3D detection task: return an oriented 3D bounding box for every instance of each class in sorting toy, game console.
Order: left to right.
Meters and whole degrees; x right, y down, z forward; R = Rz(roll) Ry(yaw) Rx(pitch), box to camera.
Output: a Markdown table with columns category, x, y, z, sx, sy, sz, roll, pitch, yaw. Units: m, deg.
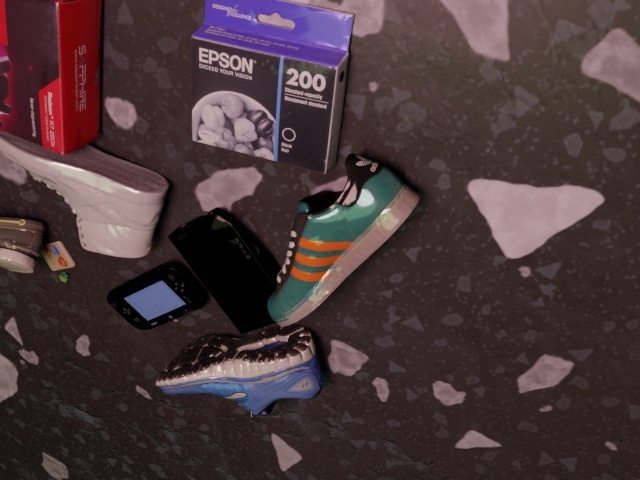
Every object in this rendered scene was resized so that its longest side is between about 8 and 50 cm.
| category | x | y | z | sx | sy | sz | roll | pitch | yaw |
| --- | --- | --- | --- | --- | --- | --- | --- | --- | --- |
| sorting toy | -0.494 | 0.042 | 1.143 | 0.062 | 0.012 | 0.083 | -12 | 115 | 28 |
| game console | -0.224 | 0.088 | 1.042 | 0.362 | 0.044 | 0.213 | -23 | 109 | 33 |

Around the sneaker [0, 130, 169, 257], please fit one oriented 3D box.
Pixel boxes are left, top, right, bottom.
| category | x | y | z | sx | sy | sz | roll | pitch | yaw |
| --- | --- | --- | --- | --- | --- | --- | --- | --- | --- |
| sneaker | -0.398 | -0.070 | 0.975 | 0.293 | 0.108 | 0.169 | 25 | 123 | 5 |

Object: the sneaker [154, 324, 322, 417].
| category | x | y | z | sx | sy | sz | roll | pitch | yaw |
| --- | --- | --- | --- | --- | --- | --- | --- | --- | --- |
| sneaker | -0.146 | 0.250 | 1.060 | 0.330 | 0.129 | 0.147 | -10 | 114 | 27 |

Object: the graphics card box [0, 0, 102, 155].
| category | x | y | z | sx | sy | sz | roll | pitch | yaw |
| --- | --- | --- | --- | --- | --- | --- | --- | --- | --- |
| graphics card box | -0.505 | -0.298 | 0.885 | 0.371 | 0.094 | 0.232 | 23 | 127 | 9 |

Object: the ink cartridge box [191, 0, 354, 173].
| category | x | y | z | sx | sy | sz | roll | pitch | yaw |
| --- | --- | --- | --- | --- | --- | --- | --- | --- | --- |
| ink cartridge box | -0.070 | -0.208 | 0.793 | 0.207 | 0.045 | 0.208 | 16 | 124 | 13 |

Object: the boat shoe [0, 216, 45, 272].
| category | x | y | z | sx | sy | sz | roll | pitch | yaw |
| --- | --- | --- | --- | --- | --- | --- | --- | --- | --- |
| boat shoe | -0.644 | -0.010 | 1.125 | 0.305 | 0.091 | 0.109 | 9 | 160 | 20 |

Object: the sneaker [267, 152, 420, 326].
| category | x | y | z | sx | sy | sz | roll | pitch | yaw |
| --- | --- | --- | --- | --- | --- | --- | --- | --- | --- |
| sneaker | 0.000 | 0.000 | 0.862 | 0.121 | 0.108 | 0.302 | 41 | 119 | -5 |
